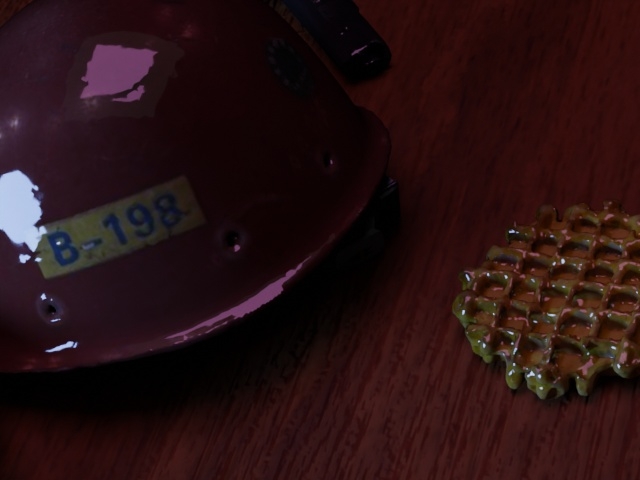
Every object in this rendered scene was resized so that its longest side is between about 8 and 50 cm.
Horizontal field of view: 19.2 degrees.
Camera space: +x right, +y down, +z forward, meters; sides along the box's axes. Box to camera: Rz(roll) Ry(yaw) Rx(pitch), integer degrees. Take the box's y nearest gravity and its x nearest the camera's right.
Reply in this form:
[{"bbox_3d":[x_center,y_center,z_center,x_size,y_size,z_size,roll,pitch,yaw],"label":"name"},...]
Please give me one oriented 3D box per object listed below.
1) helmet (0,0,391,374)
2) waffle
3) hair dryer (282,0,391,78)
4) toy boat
[{"bbox_3d":[-0.160,-0.084,1.440,0.385,0.230,0.337,-18,29,15],"label":"helmet"},{"bbox_3d":[0.187,0.039,1.341,0.191,0.038,0.191,-12,40,11],"label":"waffle"},{"bbox_3d":[-0.002,-0.228,1.704,0.197,0.089,0.251,-25,49,-7],"label":"hair dryer"},{"bbox_3d":[0.000,0.000,1.452,0.141,0.055,0.060,-32,65,-11],"label":"toy boat"}]
